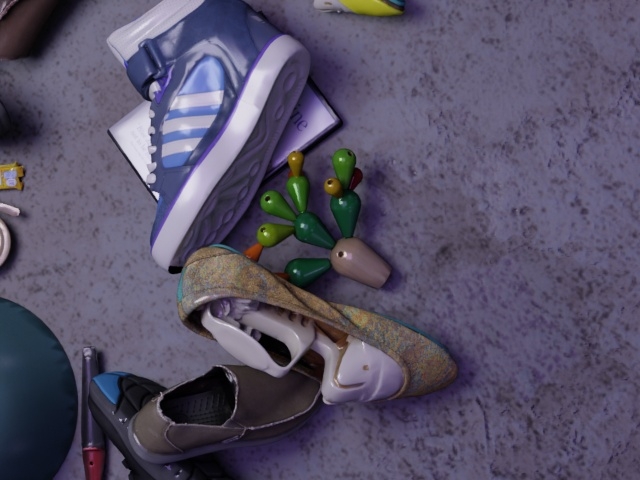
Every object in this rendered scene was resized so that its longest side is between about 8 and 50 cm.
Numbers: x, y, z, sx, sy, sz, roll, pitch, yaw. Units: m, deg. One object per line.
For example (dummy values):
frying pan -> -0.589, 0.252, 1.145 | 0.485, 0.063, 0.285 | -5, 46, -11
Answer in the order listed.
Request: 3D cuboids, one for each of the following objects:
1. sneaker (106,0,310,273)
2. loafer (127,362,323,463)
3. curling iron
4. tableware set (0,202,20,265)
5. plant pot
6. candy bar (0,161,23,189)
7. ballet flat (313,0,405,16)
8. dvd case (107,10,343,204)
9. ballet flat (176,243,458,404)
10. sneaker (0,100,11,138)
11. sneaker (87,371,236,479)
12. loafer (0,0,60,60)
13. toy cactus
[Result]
sneaker -> -0.178, -0.150, 1.249 | 0.236, 0.130, 0.323 | 32, 98, 18
loafer -> -0.095, 0.190, 1.195 | 0.251, 0.087, 0.094 | -16, 64, -31
curling iron -> -0.298, 0.271, 1.299 | 0.068, 0.035, 0.274 | 6, 89, -30
tableware set -> -0.493, -0.015, 1.344 | 0.194, 0.039, 0.128 | 22, 87, 1
plant pot -> -0.475, 0.212, 1.240 | 0.292, 0.235, 0.293 | 0, 88, 9
candy bar -> -0.467, -0.080, 1.360 | 0.161, 0.018, 0.040 | -4, 96, 10
ballet flat -> 0.003, -0.330, 1.273 | 0.231, 0.077, 0.077 | 42, 116, 12
dvd case -> -0.122, -0.143, 1.304 | 0.253, 0.022, 0.180 | -37, 82, 6
ballet flat -> -0.007, 0.122, 1.185 | 0.348, 0.123, 0.123 | 26, 92, -8
sneaker -> -0.540, -0.140, 1.285 | 0.330, 0.122, 0.146 | 6, 46, 24
sneaker -> -0.178, 0.304, 1.243 | 0.341, 0.125, 0.140 | 45, 113, 16
loafer -> -0.397, -0.301, 1.320 | 0.365, 0.134, 0.130 | -27, 110, 17
toy cactus -> 0.000, 0.000, 1.251 | 0.180, 0.112, 0.219 | 33, 91, -9
